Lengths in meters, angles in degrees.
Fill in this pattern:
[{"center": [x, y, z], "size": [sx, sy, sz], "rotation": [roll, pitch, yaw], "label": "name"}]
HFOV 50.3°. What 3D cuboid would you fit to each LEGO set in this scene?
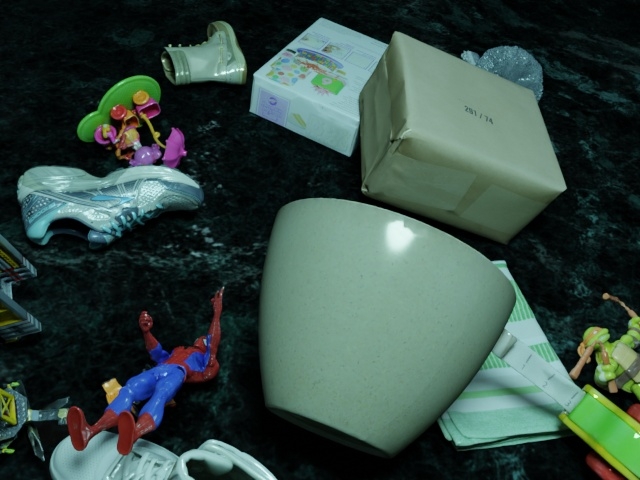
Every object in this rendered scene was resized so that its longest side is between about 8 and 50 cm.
[{"center": [-0.457, 0.135, 0.819], "size": [0.255, 0.192, 0.331], "rotation": [-23, 63, -8], "label": "LEGO set"}]

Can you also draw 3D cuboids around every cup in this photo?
[{"center": [0.051, 0.131, 0.865], "size": [0.331, 0.331, 0.237], "rotation": [21, 70, 6], "label": "cup"}]

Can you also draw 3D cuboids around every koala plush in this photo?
[{"center": [0.401, -0.358, 1.535], "size": [0.196, 0.203, 0.221], "rotation": [17, 32, 1], "label": "koala plush"}]

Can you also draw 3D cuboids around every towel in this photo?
[{"center": [0.250, 0.160, 1.054], "size": [0.248, 0.038, 0.325], "rotation": [-2, 46, -19], "label": "towel"}]

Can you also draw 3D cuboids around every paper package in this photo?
[{"center": [0.244, -0.188, 1.249], "size": [0.325, 0.168, 0.309], "rotation": [18, 46, -18], "label": "paper package"}]

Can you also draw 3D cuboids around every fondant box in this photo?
[{"center": [0.031, -0.340, 1.465], "size": [0.238, 0.096, 0.330], "rotation": [26, 43, 10], "label": "fondant box"}]

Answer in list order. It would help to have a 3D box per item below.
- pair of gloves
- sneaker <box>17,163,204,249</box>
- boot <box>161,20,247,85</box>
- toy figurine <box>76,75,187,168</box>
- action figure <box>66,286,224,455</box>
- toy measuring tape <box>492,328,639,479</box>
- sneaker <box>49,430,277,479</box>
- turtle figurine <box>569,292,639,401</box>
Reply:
[{"center": [-0.238, 0.201, 0.897], "size": [0.083, 0.010, 0.074], "rotation": [-19, 53, -32], "label": "pair of gloves"}, {"center": [-0.325, -0.042, 1.077], "size": [0.283, 0.110, 0.122], "rotation": [-4, 64, -15], "label": "sneaker"}, {"center": [-0.261, -0.404, 1.467], "size": [0.165, 0.077, 0.213], "rotation": [-9, 49, -20], "label": "boot"}, {"center": [-0.317, -0.181, 1.209], "size": [0.173, 0.130, 0.159], "rotation": [-36, 70, -15], "label": "toy figurine"}, {"center": [-0.192, 0.137, 0.829], "size": [0.091, 0.139, 0.280], "rotation": [3, 7, 13], "label": "action figure"}, {"center": [0.363, 0.237, 0.888], "size": [0.330, 0.121, 0.121], "rotation": [39, 43, -10], "label": "toy measuring tape"}, {"center": [-0.168, 0.256, 0.747], "size": [0.292, 0.169, 0.108], "rotation": [21, 45, 8], "label": "sneaker"}, {"center": [0.470, 0.206, 1.030], "size": [0.217, 0.087, 0.269], "rotation": [44, 37, 15], "label": "turtle figurine"}]
